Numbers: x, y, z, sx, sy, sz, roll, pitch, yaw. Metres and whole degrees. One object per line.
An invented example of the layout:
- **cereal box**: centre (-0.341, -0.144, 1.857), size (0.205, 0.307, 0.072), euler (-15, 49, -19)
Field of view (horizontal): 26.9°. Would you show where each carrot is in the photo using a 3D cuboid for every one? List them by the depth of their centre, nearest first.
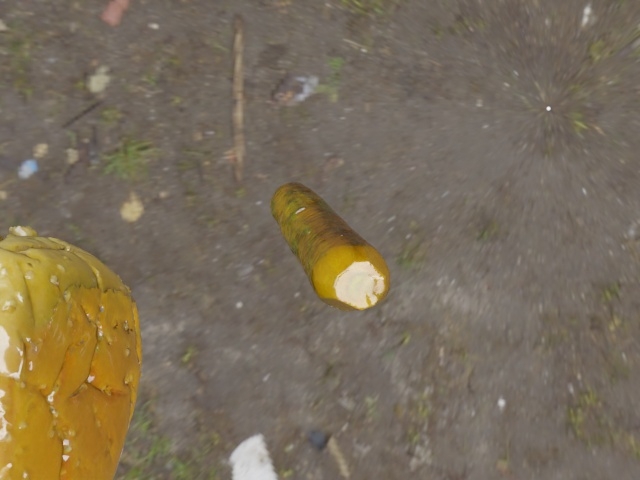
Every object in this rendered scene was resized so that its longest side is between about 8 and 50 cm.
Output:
- **carrot**: centre (0.000, 0.000, 0.764), size (0.042, 0.171, 0.042), euler (-5, 109, -14)

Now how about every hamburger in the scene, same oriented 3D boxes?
- **hamburger**: centre (-0.234, 0.099, 0.987), size (0.163, 0.244, 0.244), euler (6, 97, 29)
